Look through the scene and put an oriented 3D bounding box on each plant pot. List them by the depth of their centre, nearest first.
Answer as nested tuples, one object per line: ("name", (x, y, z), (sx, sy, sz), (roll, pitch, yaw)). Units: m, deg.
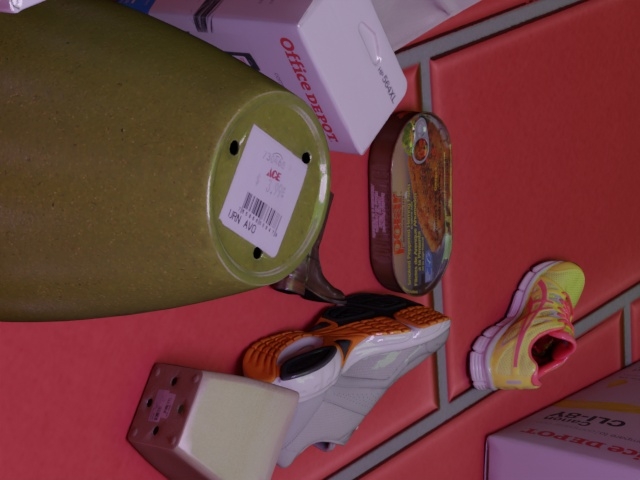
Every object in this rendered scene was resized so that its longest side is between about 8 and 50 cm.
("plant pot", (-0.147, -0.053, 1.391), (0.275, 0.293, 0.275), (-17, 111, -50))
("plant pot", (-0.102, 0.161, 1.663), (0.096, 0.109, 0.109), (31, 73, -39))

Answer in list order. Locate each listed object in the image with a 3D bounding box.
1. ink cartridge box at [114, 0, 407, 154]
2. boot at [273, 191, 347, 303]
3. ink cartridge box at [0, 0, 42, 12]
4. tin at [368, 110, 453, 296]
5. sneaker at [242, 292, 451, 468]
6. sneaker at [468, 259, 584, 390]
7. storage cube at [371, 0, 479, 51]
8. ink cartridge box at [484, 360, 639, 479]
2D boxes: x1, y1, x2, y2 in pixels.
("ink cartridge box", (-0.050, -0.158, 1.568), (0.086, 0.203, 0.148), (-56, 137, -29))
("boot", (0.000, 0.000, 1.815), (0.106, 0.037, 0.114), (21, 77, -55))
("ink cartridge box", (-0.233, -0.246, 1.220), (0.223, 0.307, 0.129), (-32, 123, -44))
("tin", (0.090, -0.037, 1.921), (0.106, 0.040, 0.190), (-21, 114, -53))
("sneaker", (0.024, 0.135, 1.839), (0.262, 0.099, 0.121), (-19, 121, -41))
("sneaker", (0.252, 0.101, 2.117), (0.208, 0.094, 0.081), (-50, 132, -36))
("storage cube", (0.056, -0.303, 1.626), (0.215, 0.183, 0.193), (46, 22, -46))
("ink cartridge box", (0.405, 0.271, 2.200), (0.384, 0.279, 0.160), (-18, 111, -50))
